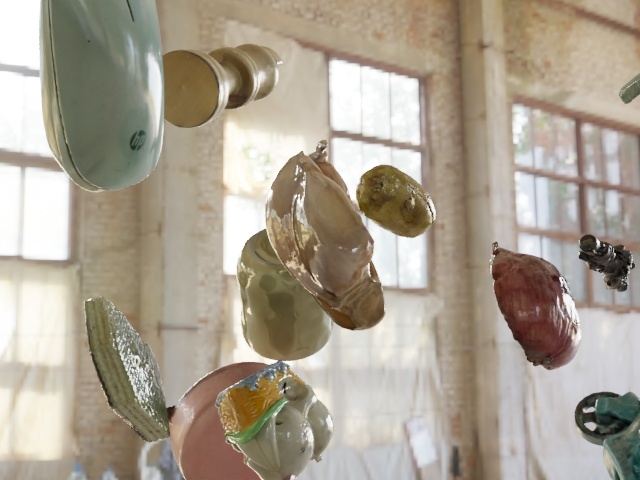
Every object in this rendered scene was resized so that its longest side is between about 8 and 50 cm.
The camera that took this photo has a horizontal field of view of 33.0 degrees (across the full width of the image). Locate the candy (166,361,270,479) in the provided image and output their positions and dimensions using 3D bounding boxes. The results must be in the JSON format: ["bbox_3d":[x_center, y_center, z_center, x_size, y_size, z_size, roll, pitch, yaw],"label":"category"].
[{"bbox_3d":[-0.137,0.322,1.813,0.255,0.255,0.094,4,22,-28],"label":"candy"}]

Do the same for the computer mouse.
[{"bbox_3d":[-0.235,-0.197,1.225,0.097,0.288,0.159,15,17,36],"label":"computer mouse"}]

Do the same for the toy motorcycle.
[{"bbox_3d":[0.442,0.268,1.322,0.206,0.260,0.154,-18,-49,2],"label":"toy motorcycle"}]

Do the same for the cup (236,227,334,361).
[{"bbox_3d":[-0.025,0.076,1.944,0.255,0.202,0.173,-20,40,-25],"label":"cup"}]

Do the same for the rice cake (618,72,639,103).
[{"bbox_3d":[0.633,-0.321,2.019,0.033,0.033,0.207,40,-37,-5],"label":"rice cake"}]

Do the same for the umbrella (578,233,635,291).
[{"bbox_3d":[0.565,0.036,2.118,0.071,0.080,0.224,11,-12,36],"label":"umbrella"}]

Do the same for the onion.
[{"bbox_3d":[0.406,0.098,2.047,0.120,0.283,0.227,-31,-36,17],"label":"onion"}]

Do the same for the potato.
[{"bbox_3d":[0.131,-0.066,1.893,0.107,0.080,0.170,-37,-50,16],"label":"potato"}]

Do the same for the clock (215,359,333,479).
[{"bbox_3d":[-0.053,0.232,1.373,0.103,0.144,0.231,-31,-5,19],"label":"clock"}]

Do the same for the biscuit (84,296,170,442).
[{"bbox_3d":[-0.282,0.193,1.600,0.052,0.150,0.252,-17,-29,2],"label":"biscuit"}]

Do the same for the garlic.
[{"bbox_3d":[0.000,0.000,1.250,0.110,0.228,0.217,-19,-39,1],"label":"garlic"}]

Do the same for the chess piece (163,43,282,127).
[{"bbox_3d":[-0.145,-0.264,1.758,0.117,0.117,0.397,-4,12,18],"label":"chess piece"}]
